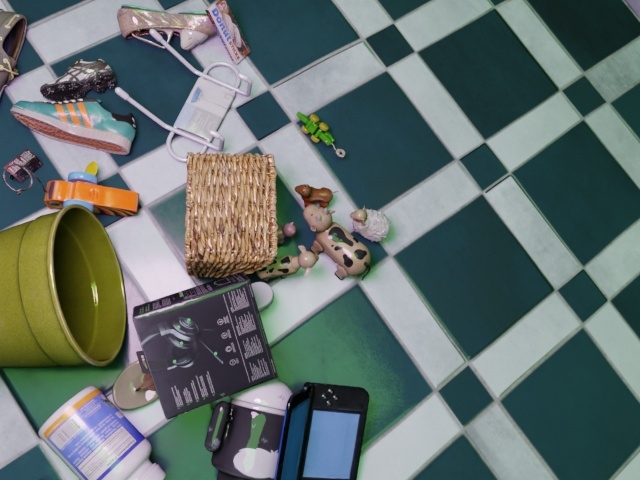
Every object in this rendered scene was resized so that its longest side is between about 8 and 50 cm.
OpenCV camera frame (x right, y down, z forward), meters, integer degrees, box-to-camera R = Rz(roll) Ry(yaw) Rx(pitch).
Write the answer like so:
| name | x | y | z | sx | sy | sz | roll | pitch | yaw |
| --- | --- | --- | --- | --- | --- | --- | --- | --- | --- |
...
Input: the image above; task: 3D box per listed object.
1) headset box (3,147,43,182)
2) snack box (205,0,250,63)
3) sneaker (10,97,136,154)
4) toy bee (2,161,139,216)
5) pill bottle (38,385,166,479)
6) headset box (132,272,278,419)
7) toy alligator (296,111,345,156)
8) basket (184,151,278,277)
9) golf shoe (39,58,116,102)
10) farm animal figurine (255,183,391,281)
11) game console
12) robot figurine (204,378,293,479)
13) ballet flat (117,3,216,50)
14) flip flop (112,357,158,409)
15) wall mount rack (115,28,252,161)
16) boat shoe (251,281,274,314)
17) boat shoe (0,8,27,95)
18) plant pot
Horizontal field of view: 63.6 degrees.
| name | x | y | z | sx | sy | sz | roll | pitch | yaw |
| --- | --- | --- | --- | --- | --- | --- | --- | --- | --- |
| headset box | -0.772 | -0.190 | 1.337 | 0.032 | 0.062 | 0.083 | 39 | 71 | 1 |
| snack box | -0.267 | -0.608 | 1.501 | 0.022 | 0.178 | 0.064 | 27 | 67 | 38 |
| sneaker | -0.650 | -0.327 | 1.380 | 0.303 | 0.108 | 0.120 | 15 | 72 | -15 |
| toy bee | -0.630 | -0.122 | 1.319 | 0.298 | 0.162 | 0.195 | 35 | 61 | -27 |
| pill bottle | -0.485 | 0.477 | 1.171 | 0.272 | 0.152 | 0.152 | 45 | 72 | 2 |
| headset box | -0.274 | 0.237 | 1.186 | 0.283 | 0.131 | 0.246 | -19 | 99 | -17 |
| toy alligator | 0.007 | -0.318 | 1.534 | 0.190 | 0.056 | 0.051 | 42 | 31 | 2 |
| basket | -0.230 | -0.056 | 1.329 | 0.223 | 0.213 | 0.298 | -1 | 70 | -12 |
| golf shoe | -0.675 | -0.445 | 1.425 | 0.198 | 0.077 | 0.093 | -22 | 70 | -23 |
| farm animal figurine | 0.000 | 0.000 | 1.382 | 0.327 | 0.172 | 0.330 | 28 | 72 | -3 |
| game console | 0.004 | 0.500 | 1.212 | 0.251 | 0.173 | 0.292 | 10 | 88 | -15 |
| robot figurine | -0.160 | 0.465 | 1.232 | 0.174 | 0.209 | 0.277 | 10 | 73 | 9 |
| ballet flat | -0.427 | -0.613 | 1.510 | 0.317 | 0.107 | 0.106 | 2 | 95 | -5 |
| flip flop | -0.375 | 0.323 | 1.271 | 0.277 | 0.080 | 0.112 | -19 | 80 | -15 |
| wall mount rack | -0.371 | -0.410 | 1.439 | 0.304 | 0.130 | 0.349 | 23 | 71 | -5 |
| boat shoe | -0.244 | 0.193 | 1.329 | 0.268 | 0.088 | 0.096 | -29 | 66 | -14 |
| boat shoe | -0.858 | -0.484 | 1.373 | 0.091 | 0.109 | 0.304 | 2 | 71 | -6 |
| plant pot | -0.677 | 0.133 | 1.148 | 0.354 | 0.366 | 0.366 | -12 | 78 | -2 |
